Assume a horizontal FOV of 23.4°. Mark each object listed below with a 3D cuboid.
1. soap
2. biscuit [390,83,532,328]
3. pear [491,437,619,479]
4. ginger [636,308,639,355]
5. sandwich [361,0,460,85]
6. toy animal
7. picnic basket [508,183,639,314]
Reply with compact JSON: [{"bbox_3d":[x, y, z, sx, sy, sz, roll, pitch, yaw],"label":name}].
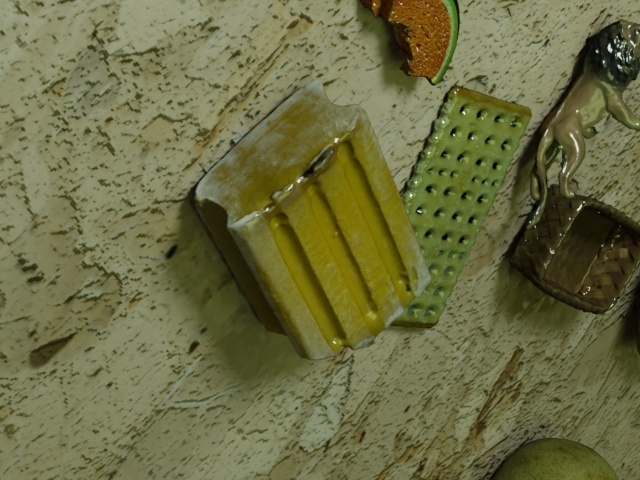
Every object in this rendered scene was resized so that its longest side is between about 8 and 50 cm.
[{"bbox_3d":[0.000,0.000,1.226,0.140,0.073,0.232,-43,142,-13],"label":"soap"},{"bbox_3d":[0.112,-0.024,1.393,0.139,0.016,0.231,8,110,-51],"label":"biscuit"},{"bbox_3d":[0.261,0.304,1.718,0.167,0.136,0.167,-25,133,-30],"label":"pear"},{"bbox_3d":[0.408,0.078,1.780,0.137,0.074,0.213,-28,142,-34],"label":"ginger"},{"bbox_3d":[0.076,-0.176,1.220,0.067,0.029,0.135,-44,144,-9],"label":"sandwich"},{"bbox_3d":[0.250,-0.105,1.455,0.086,0.069,0.219,28,89,-33],"label":"toy animal"},{"bbox_3d":[0.262,0.009,1.563,0.193,0.055,0.110,23,97,-54],"label":"picnic basket"}]
